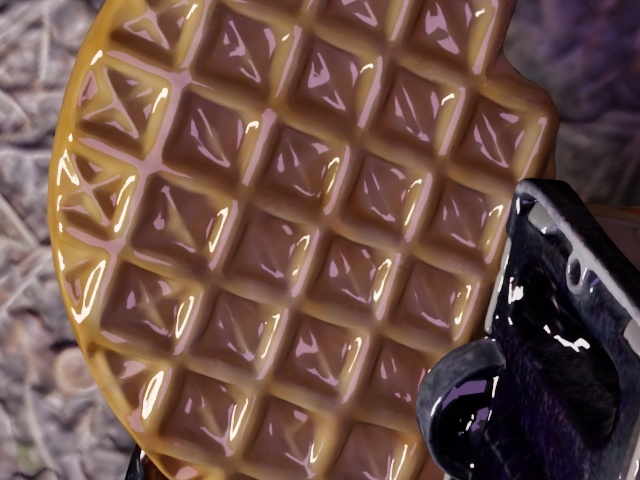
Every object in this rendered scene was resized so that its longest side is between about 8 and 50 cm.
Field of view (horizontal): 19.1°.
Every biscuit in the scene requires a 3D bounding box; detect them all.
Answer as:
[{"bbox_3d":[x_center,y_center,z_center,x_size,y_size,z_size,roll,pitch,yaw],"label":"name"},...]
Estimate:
[{"bbox_3d":[0.000,0.000,0.735,0.204,0.040,0.309,-13,107,-5],"label":"biscuit"}]

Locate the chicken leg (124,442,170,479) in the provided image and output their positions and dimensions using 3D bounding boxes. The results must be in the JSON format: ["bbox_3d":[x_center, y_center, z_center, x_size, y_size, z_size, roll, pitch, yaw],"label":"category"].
[{"bbox_3d":[-0.036,0.131,0.833,0.106,0.051,0.253,4,114,10],"label":"chicken leg"}]

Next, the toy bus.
[{"bbox_3d":[0.126,0.142,0.710,0.179,0.143,0.305,4,114,-17],"label":"toy bus"}]
